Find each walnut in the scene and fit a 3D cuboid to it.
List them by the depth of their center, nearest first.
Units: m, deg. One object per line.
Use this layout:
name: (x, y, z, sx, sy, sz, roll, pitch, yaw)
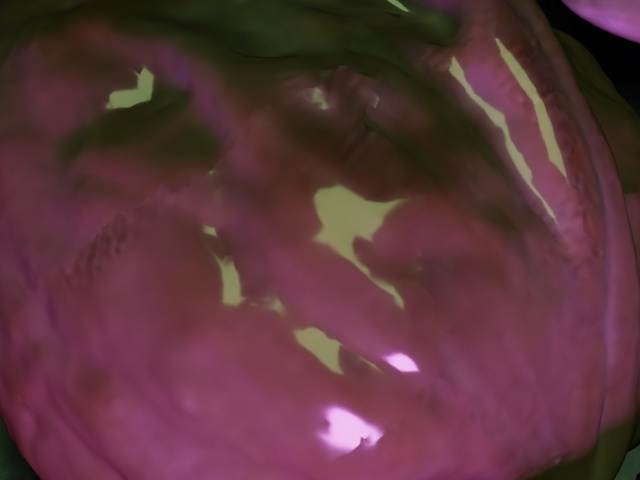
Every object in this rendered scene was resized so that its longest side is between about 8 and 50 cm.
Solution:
walnut: (-0.001, 0.000, 0.468, 0.227, 0.273, 0.273, -45, 76, 11)

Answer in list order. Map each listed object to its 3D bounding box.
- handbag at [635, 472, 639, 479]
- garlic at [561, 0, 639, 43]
handbag: (0.050, 0.195, 0.397, 0.229, 0.207, 0.127, -37, 62, -28)
garlic: (0.222, -0.225, 0.679, 0.325, 0.132, 0.279, 1, 58, -14)
